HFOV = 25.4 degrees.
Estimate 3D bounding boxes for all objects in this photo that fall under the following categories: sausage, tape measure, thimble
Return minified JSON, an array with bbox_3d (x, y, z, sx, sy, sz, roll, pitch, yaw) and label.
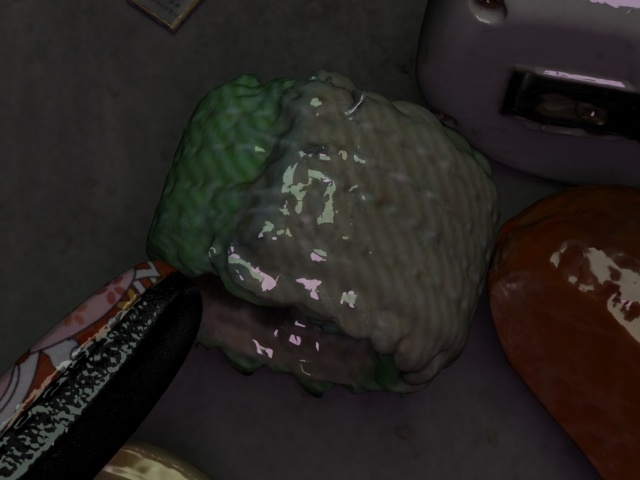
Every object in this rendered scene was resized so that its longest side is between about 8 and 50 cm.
[{"bbox_3d":[0.220,0.076,0.906,0.268,0.153,0.141,48,45,14],"label":"sausage"},{"bbox_3d":[0.196,-0.121,0.938,0.265,0.258,0.130,9,69,7],"label":"tape measure"},{"bbox_3d":[0.000,0.000,0.886,0.219,0.219,0.150,17,69,3],"label":"thimble"}]

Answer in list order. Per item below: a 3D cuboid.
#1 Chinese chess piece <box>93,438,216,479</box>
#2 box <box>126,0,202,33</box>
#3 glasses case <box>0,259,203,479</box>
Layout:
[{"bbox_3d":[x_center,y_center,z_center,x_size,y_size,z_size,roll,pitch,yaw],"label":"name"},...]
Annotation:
[{"bbox_3d":[-0.146,0.248,0.835,0.270,0.112,0.270,2,67,-4],"label":"Chinese chess piece"},{"bbox_3d":[-0.103,-0.198,1.069,0.046,0.012,0.083,34,71,11],"label":"box"},{"bbox_3d":[-0.162,0.117,0.775,0.067,0.103,0.266,37,66,15],"label":"glasses case"}]
